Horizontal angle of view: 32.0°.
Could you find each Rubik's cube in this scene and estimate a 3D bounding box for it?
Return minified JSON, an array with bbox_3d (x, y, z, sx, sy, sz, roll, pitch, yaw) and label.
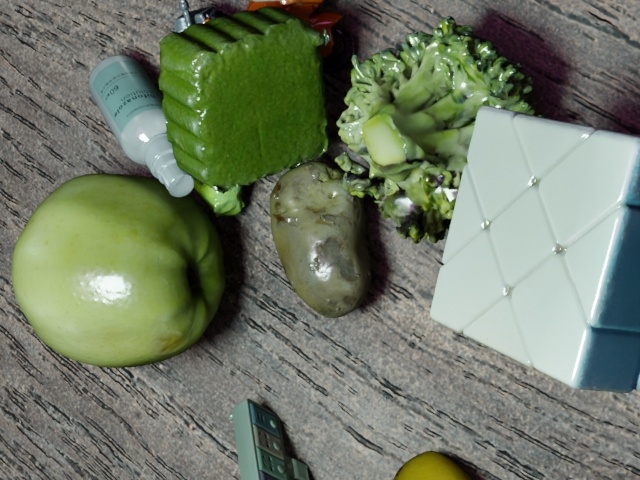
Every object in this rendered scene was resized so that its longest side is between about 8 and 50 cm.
[{"bbox_3d":[0.384,0.013,1.496,0.319,0.316,0.321,23,102,57],"label":"Rubik's cube"}]

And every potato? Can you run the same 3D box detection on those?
[{"bbox_3d":[0.000,0.000,1.849,0.165,0.165,0.262,-12,82,27],"label":"potato"}]

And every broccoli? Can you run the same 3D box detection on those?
[{"bbox_3d":[0.169,-0.164,1.727,0.324,0.272,0.334,-12,92,67],"label":"broccoli"}]

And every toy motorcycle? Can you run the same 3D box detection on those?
[{"bbox_3d":[-0.110,-0.373,1.910,0.326,0.148,0.221,-7,110,22],"label":"toy motorcycle"}]

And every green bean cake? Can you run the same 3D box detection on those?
[{"bbox_3d":[-0.122,-0.230,1.782,0.156,0.247,0.249,34,140,49],"label":"green bean cake"}]

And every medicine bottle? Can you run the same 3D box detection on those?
[{"bbox_3d":[-0.305,-0.196,1.959,0.110,0.110,0.352,-53,45,18],"label":"medicine bottle"}]

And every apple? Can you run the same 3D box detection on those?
[{"bbox_3d":[-0.336,0.053,1.918,0.357,0.357,0.357,0,91,28],"label":"apple"}]

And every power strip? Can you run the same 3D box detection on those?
[{"bbox_3d":[-0.083,0.387,1.902,0.061,0.145,0.215,-39,38,23],"label":"power strip"}]

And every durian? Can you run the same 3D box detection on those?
[{"bbox_3d":[-0.180,-0.166,1.952,0.139,0.101,0.250,-2,93,60],"label":"durian"}]

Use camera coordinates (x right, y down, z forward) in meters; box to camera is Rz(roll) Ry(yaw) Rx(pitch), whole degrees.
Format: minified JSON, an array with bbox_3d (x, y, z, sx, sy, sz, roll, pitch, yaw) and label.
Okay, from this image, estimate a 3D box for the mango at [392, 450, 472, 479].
[{"bbox_3d":[0.165,0.496,1.764,0.211,0.173,0.317,11,84,33],"label":"mango"}]
